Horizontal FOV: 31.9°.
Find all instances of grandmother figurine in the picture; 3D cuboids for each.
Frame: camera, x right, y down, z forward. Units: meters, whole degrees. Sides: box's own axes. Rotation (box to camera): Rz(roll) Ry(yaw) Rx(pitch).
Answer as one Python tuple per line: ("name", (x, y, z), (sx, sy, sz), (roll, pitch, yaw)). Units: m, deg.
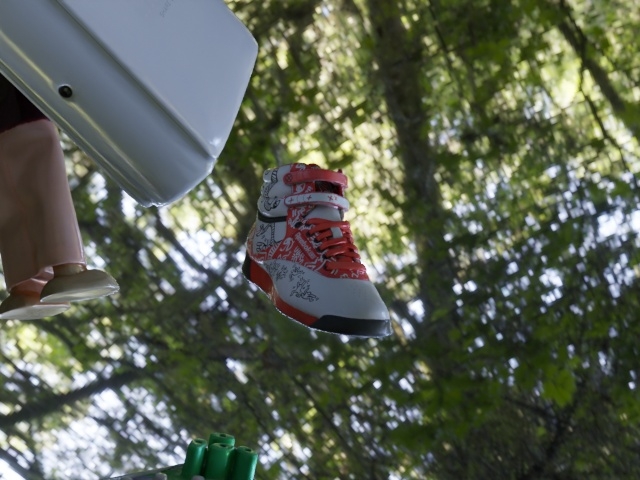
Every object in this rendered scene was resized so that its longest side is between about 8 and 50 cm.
("grandmother figurine", (-0.295, -0.099, 1.099), (0.208, 0.104, 0.342), (-17, -102, 23))

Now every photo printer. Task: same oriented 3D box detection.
("photo printer", (-0.199, -0.208, 0.981), (0.107, 0.307, 0.256), (-33, -156, 26))

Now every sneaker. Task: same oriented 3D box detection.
("sneaker", (-0.001, 0.000, 1.157), (0.270, 0.090, 0.145), (30, -71, 61))

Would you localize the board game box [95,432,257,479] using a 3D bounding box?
("board game box", (-0.084, 0.279, 0.975), (0.390, 0.390, 0.050), (21, -78, 36))
